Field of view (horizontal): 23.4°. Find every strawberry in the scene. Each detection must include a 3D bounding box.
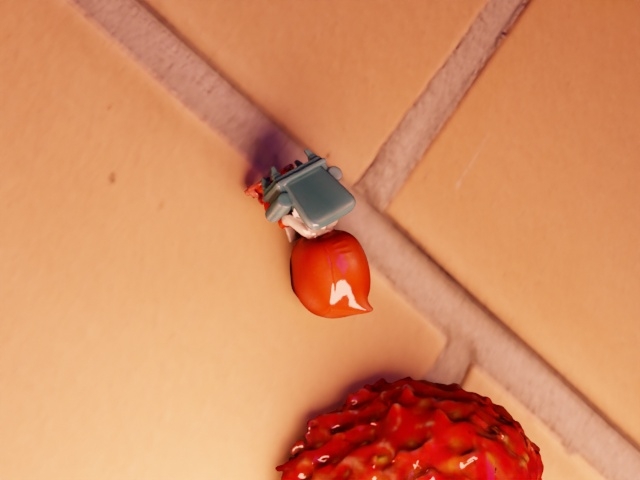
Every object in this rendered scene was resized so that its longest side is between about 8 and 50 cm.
[{"bbox_3d":[0.102,0.209,1.178,0.234,0.178,0.234,5,79,-27],"label":"strawberry"}]

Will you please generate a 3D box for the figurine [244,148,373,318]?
[{"bbox_3d":[0.000,0.000,1.245,0.068,0.075,0.140,-25,85,-33],"label":"figurine"}]
